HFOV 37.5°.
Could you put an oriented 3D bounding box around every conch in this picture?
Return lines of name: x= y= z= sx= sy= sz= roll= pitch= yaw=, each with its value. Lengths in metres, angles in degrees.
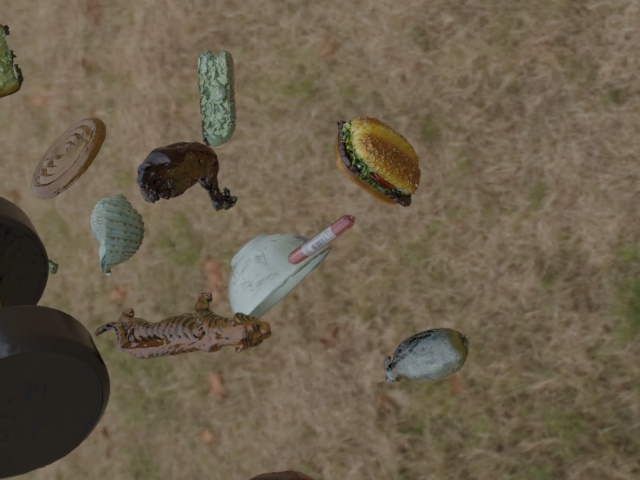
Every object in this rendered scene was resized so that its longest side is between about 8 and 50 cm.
conch: x=-0.393 y=-0.020 z=1.834 sx=0.135 sy=0.102 sz=0.153 roll=111 pitch=143 yaw=-73

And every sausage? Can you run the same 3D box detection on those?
sausage: x=0.000 y=0.000 z=1.893 sx=0.223 sy=0.029 sz=0.029 roll=-34 pitch=69 yaw=44

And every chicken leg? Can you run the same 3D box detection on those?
chicken leg: x=-0.195 y=-0.097 z=1.443 sx=0.051 sy=0.253 sz=0.106 roll=21 pitch=94 yaw=26

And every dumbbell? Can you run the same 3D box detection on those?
dumbbell: x=-0.393 y=0.102 z=1.109 sx=0.322 sy=0.204 sz=0.203 roll=48 pitch=136 yaw=44

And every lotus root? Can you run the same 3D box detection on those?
lotus root: x=0.180 y=0.200 z=1.626 sx=0.165 sy=0.088 sz=0.088 roll=-20 pitch=78 yaw=17

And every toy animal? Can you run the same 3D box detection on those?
toy animal: x=-0.175 y=0.109 z=1.172 sx=0.099 sy=0.241 sz=0.056 roll=-66 pitch=-31 yaw=-72

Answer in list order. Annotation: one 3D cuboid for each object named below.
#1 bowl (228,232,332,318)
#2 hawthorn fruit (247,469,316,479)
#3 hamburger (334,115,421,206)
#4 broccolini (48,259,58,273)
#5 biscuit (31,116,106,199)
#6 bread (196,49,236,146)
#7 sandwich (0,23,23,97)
bowl: x=-0.131 y=0.069 z=2.303 sx=0.146 sy=0.313 sz=0.313 roll=49 pitch=141 yaw=6
hawthorn fruit: x=-0.034 y=0.380 z=1.183 sx=0.169 sy=0.169 sz=0.188 roll=27 pitch=162 yaw=52
hamburger: x=0.100 y=-0.129 z=1.523 sx=0.087 sy=0.166 sz=0.137 roll=-38 pitch=36 yaw=31
broccolini: x=-0.732 y=0.078 z=2.193 sx=0.272 sy=0.123 sz=0.062 roll=-2 pitch=139 yaw=24
biscuit: x=-0.648 y=-0.215 z=2.406 sx=0.262 sy=0.037 sz=0.262 roll=-27 pitch=39 yaw=24
bread: x=-0.187 y=-0.282 z=1.707 sx=0.172 sy=0.064 sz=0.232 roll=88 pitch=177 yaw=-51
sandwich: x=-0.610 y=-0.308 z=1.545 sx=0.236 sy=0.128 sz=0.122 roll=19 pitch=118 yaw=37
